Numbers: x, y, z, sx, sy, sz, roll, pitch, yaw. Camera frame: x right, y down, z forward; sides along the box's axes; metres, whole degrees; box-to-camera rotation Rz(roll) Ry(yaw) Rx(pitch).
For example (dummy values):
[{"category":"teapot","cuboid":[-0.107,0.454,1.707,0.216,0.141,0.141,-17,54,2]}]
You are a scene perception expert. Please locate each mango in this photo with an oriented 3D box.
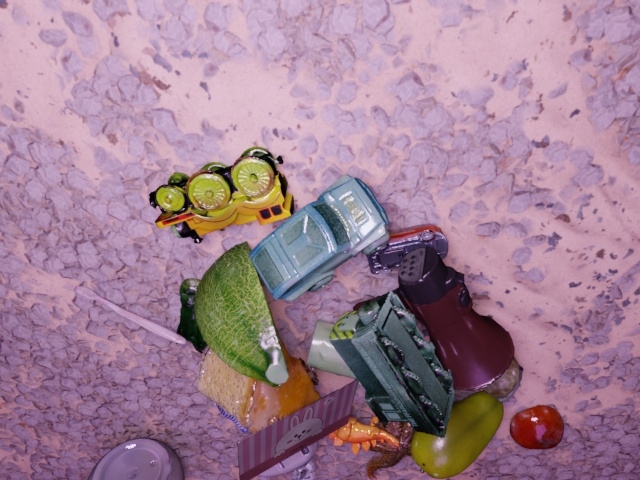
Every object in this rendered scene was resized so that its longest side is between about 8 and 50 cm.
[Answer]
[{"category":"mango","cuboid":[0.374,0.517,1.131,0.293,0.143,0.175,-30,122,-15]}]

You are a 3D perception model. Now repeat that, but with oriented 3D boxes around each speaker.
[{"category":"speaker","cuboid":[0.244,0.157,0.942,0.330,0.259,0.198,49,66,-25]}]

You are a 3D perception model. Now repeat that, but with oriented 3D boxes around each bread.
[{"category":"bread","cuboid":[-0.108,0.310,1.038,0.315,0.248,0.280,13,84,-48]}]

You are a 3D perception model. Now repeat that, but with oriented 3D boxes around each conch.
[{"category":"conch","cuboid":[0.463,0.348,1.084,0.116,0.106,0.173,-45,130,0]}]

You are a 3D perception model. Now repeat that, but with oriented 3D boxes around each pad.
[{"category":"pad","cuboid":[-0.046,0.434,0.949,0.299,0.005,0.202,-17,134,-28]}]

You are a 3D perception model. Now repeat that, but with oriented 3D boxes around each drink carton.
[{"category":"drink carton","cuboid":[0.045,0.268,1.035,0.142,0.146,0.144,15,118,3]}]

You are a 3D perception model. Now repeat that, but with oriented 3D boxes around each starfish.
[{"category":"starfish","cuboid":[0.222,0.572,1.218,0.326,0.094,0.376,26,111,-10]}]

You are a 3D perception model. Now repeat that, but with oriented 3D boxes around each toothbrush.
[{"category":"toothbrush","cuboid":[-0.472,0.190,1.040,0.306,0.025,0.030,26,125,0]}]

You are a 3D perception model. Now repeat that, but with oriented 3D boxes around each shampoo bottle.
[{"category":"shampoo bottle","cuboid":[-0.542,0.753,1.236,0.272,0.273,0.267,7,125,-2]}]

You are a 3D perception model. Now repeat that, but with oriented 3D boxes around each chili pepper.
[{"category":"chili pepper","cuboid":[-0.313,0.198,1.046,0.097,0.061,0.225,10,117,-4]}]

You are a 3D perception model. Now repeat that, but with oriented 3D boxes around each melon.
[{"category":"melon","cuboid":[-0.158,0.153,0.862,0.124,0.323,0.196,34,99,-38]}]

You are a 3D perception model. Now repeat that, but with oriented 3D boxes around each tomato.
[{"category":"tomato","cuboid":[0.632,0.552,1.207,0.155,0.069,0.156,1,118,1]}]

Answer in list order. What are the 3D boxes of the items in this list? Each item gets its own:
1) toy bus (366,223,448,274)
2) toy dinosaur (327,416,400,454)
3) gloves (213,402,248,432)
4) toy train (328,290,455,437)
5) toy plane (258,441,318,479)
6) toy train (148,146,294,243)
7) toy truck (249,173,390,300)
[{"category":"toy bus","cuboid":[0.186,0.013,0.919,0.174,0.077,0.079,-13,118,8]},{"category":"toy dinosaur","cuboid":[0.079,0.532,1.171,0.287,0.070,0.117,13,107,17]},{"category":"gloves","cuboid":[-0.230,0.436,1.148,0.229,0.097,0.119,41,75,-16]},{"category":"toy train","cuboid":[0.146,0.263,0.869,0.178,0.139,0.331,-18,114,41]},{"category":"toy plane","cuboid":[-0.116,0.629,1.246,0.251,0.118,0.253,3,103,11]},{"category":"toy train","cuboid":[-0.203,-0.086,0.864,0.295,0.101,0.161,-15,119,10]},{"category":"toy truck","cuboid":[0.000,0.000,0.846,0.278,0.156,0.155,-37,77,20]}]
